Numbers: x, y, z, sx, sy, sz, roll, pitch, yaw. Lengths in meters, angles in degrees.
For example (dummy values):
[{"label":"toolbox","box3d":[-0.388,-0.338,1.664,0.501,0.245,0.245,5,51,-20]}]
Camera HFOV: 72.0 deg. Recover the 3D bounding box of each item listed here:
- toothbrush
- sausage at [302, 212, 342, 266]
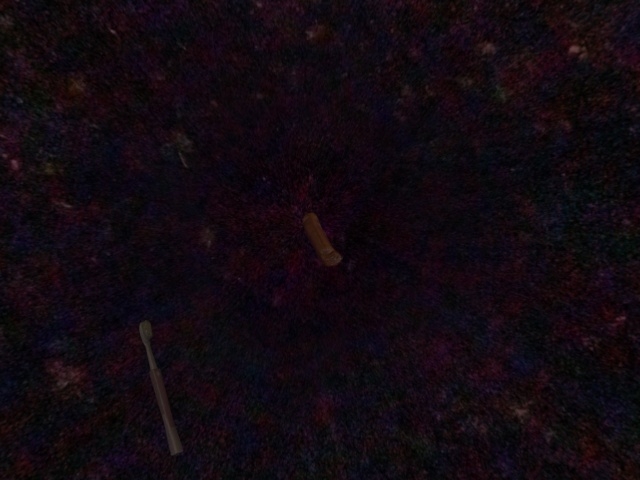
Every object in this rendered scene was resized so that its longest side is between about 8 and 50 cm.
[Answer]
[{"label":"toothbrush","box3d":[-0.227,0.201,0.621,0.017,0.014,0.194,-33,65,20]},{"label":"sausage","box3d":[0.000,0.000,0.861,0.036,0.158,0.042,-5,127,-22]}]
